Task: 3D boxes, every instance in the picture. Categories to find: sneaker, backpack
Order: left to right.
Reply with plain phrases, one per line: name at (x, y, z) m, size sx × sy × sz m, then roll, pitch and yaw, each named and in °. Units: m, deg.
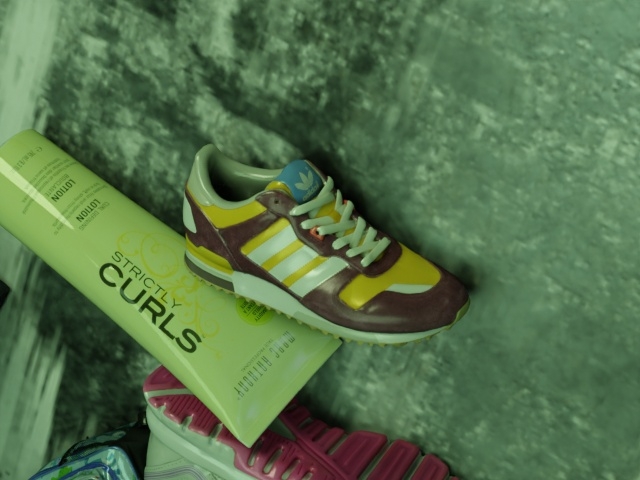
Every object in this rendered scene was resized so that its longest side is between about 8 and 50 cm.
backpack at (-0.145, 0.184, 1.243) m, size 0.114 × 0.084 × 0.105 m, roll -23°, pitch 97°, yaw 37°
sneaker at (-0.005, 0.172, 1.161) m, size 0.252 × 0.103 × 0.111 m, roll 31°, pitch 127°, yaw 20°
sneaker at (0.000, 0.000, 1.091) m, size 0.185 × 0.069 × 0.084 m, roll 15°, pitch 123°, yaw 21°

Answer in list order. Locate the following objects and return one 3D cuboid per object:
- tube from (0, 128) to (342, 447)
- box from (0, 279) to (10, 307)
tube at (-0.106, 0.021, 1.157) m, size 0.240 × 0.062 × 0.070 m, roll 38°, pitch 105°, yaw 12°
box at (-0.307, 0.089, 1.242) m, size 0.093 × 0.158 × 0.156 m, roll 37°, pitch 124°, yaw 9°
